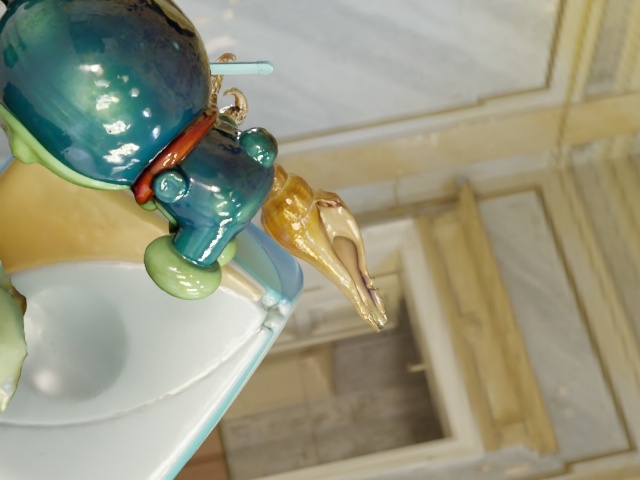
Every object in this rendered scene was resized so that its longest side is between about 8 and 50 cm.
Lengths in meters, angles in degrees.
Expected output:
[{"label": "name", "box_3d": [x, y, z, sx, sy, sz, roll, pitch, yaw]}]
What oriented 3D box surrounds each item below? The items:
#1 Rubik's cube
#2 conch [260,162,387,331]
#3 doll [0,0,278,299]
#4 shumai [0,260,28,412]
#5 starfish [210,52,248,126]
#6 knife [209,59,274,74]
[{"label": "Rubik's cube", "box_3d": [-0.246, 0.087, 1.585, 0.347, 0.352, 0.351, 37, 4, -1]}, {"label": "conch", "box_3d": [-0.003, -0.001, 1.966, 0.330, 0.109, 0.093, 54, -18, -28]}, {"label": "doll", "box_3d": [-0.164, -0.114, 1.233, 0.322, 0.186, 0.198, 42, 23, -14]}, {"label": "shumai", "box_3d": [-0.430, 0.064, 1.234, 0.324, 0.397, 0.323, -67, 160, 0]}, {"label": "starfish", "box_3d": [-0.165, -0.187, 2.063, 0.074, 0.146, 0.189, -7, -102, 50]}, {"label": "knife", "box_3d": [-0.096, -0.185, 1.486, 0.027, 0.096, 0.010, 80, 12, -53]}]
